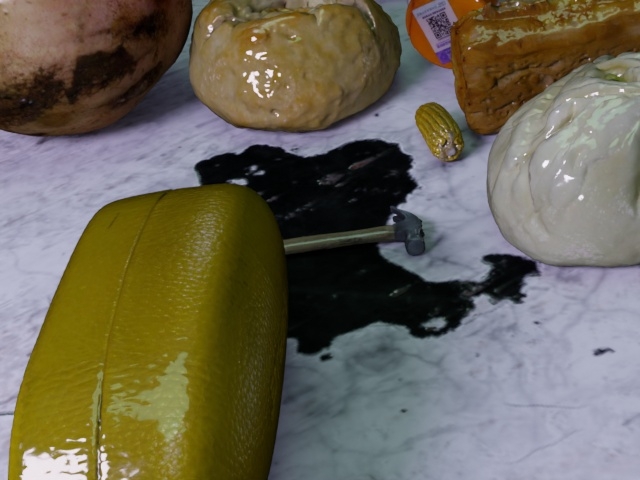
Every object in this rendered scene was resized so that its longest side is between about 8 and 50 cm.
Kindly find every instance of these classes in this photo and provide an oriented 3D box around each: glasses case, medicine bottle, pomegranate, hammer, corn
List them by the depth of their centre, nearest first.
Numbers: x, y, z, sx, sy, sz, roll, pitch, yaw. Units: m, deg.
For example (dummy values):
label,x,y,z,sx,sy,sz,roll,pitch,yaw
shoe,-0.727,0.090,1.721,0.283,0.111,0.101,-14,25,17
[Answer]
label,x,y,z,sx,sy,sz,roll,pitch,yaw
glasses case,-0.093,0.082,0.821,0.141,0.173,0.371,-9,31,9
hammer,0.000,0.000,1.078,0.182,0.017,0.062,-7,31,6
corn,0.115,-0.108,1.200,0.037,0.037,0.092,-13,28,-5
pomegranate,-0.283,-0.265,1.306,0.322,0.322,0.322,-7,32,4
medicine bottle,0.191,-0.292,1.358,0.157,0.157,0.288,8,36,26

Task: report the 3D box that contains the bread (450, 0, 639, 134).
label,x,y,z,sx,sy,sz,roll,pitch,yaw
bread,0.262,-0.186,1.189,0.271,0.139,0.077,-11,41,1

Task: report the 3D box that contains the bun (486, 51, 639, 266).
label,x,y,z,sx,sy,sz,roll,pitch,yaw
bun,0.244,-0.081,1.023,0.229,0.145,0.229,-7,35,5

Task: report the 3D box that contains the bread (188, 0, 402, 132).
label,x,y,z,sx,sy,sz,roll,pitch,yaw
bread,-0.034,-0.214,1.320,0.244,0.134,0.244,-5,34,3
